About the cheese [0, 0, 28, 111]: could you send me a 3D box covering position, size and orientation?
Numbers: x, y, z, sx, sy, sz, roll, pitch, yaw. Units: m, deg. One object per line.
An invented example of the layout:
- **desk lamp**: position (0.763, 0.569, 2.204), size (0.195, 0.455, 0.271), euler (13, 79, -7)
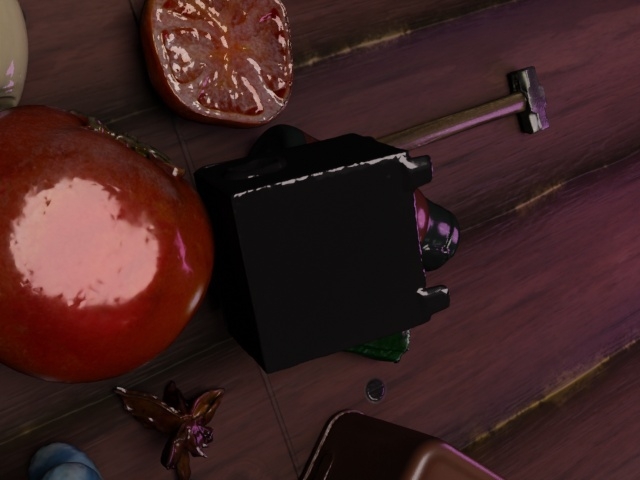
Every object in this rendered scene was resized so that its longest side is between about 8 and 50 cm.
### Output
- **cheese**: position (-0.472, -0.229, 1.053), size (0.266, 0.127, 0.233), euler (-25, 97, -32)

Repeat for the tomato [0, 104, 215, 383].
- **tomato**: position (-0.286, 0.004, 1.066), size (0.325, 0.293, 0.290), euler (32, 87, -30)

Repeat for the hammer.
- **hammer**: position (0.227, -0.190, 1.513), size (0.365, 0.043, 0.111), euler (-21, 99, -27)

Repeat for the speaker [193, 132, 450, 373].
- **speaker**: position (0.000, 0.000, 1.145), size (0.253, 0.184, 0.232), euler (-16, 109, -18)

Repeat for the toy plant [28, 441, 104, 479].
- **toy plant**: position (-0.289, 0.370, 1.088), size (0.332, 0.247, 0.247), euler (33, 72, -18)

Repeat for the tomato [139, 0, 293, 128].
- **tomato**: position (-0.143, -0.257, 1.264), size (0.236, 0.095, 0.237), euler (5, 81, -31)

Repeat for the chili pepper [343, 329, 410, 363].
- **chili pepper**: position (0.008, 0.102, 1.330), size (0.270, 0.099, 0.136), euler (7, 104, -31)

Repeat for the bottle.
- **bottle**: position (0.056, -0.049, 1.342), size (0.336, 0.144, 0.144), euler (19, 78, -29)

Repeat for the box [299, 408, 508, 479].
- **box**: position (0.154, 0.425, 1.324), size (0.339, 0.229, 0.239), euler (36, 71, -24)

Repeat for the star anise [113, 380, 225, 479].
- **star anise**: position (-0.196, 0.272, 1.235), size (0.158, 0.144, 0.140), euler (0, 43, -37)
